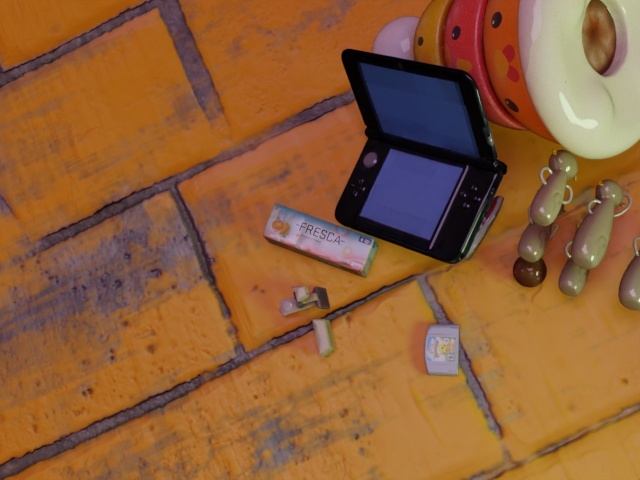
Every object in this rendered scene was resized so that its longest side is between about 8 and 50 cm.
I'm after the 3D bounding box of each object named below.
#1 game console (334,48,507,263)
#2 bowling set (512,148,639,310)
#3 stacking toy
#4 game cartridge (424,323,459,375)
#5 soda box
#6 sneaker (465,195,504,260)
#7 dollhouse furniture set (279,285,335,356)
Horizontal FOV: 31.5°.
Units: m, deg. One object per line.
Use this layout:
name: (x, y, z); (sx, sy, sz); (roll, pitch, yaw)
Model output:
game console: (0.122, -0.134, 1.757); (0.293, 0.173, 0.250); (21, 84, 47)
bowling set: (0.381, -0.016, 1.756); (0.287, 0.200, 0.154); (41, 60, -25)
stacking toy: (0.265, -0.295, 1.763); (0.479, 0.350, 0.351); (2, 74, 48)
game cartridge: (0.195, 0.175, 1.818); (0.056, 0.017, 0.083); (-1, 77, 14)
soda box: (0.000, 0.000, 1.873); (0.183, 0.058, 0.063); (20, 81, 14)
sneaker: (0.245, -0.034, 1.843); (0.067, 0.042, 0.118); (32, 87, 13)
dollhouse furniture set: (-0.033, 0.139, 1.842); (0.081, 0.091, 0.114); (-18, 77, 22)
